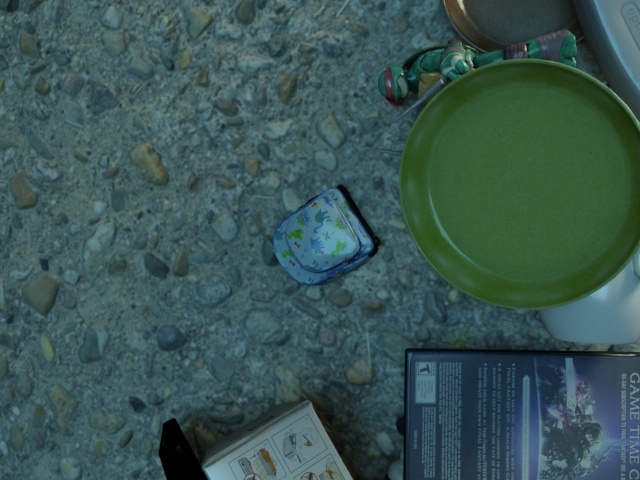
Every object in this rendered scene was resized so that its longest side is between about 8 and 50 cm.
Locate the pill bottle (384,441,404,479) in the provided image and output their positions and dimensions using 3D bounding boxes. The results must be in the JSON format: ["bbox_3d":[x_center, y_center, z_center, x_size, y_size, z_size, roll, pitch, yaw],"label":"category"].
[{"bbox_3d":[0.107,0.307,0.699,0.067,0.067,0.120,16,94,15],"label":"pill bottle"}]

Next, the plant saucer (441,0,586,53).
[{"bbox_3d":[0.242,-0.306,0.685,0.198,0.036,0.198,0,89,15],"label":"plant saucer"}]

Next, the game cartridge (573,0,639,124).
[{"bbox_3d":[0.389,-0.241,0.612,0.198,0.062,0.297,-26,89,10],"label":"game cartridge"}]

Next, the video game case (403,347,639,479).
[{"bbox_3d":[0.231,0.222,0.652,0.274,0.026,0.196,1,90,-1],"label":"video game case"}]

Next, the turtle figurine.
[{"bbox_3d":[0.153,-0.171,0.655,0.234,0.175,0.118,-6,70,7],"label":"turtle figurine"}]

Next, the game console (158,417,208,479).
[{"bbox_3d":[-0.103,0.399,0.711,0.044,0.213,0.361,-27,101,-19],"label":"game console"}]

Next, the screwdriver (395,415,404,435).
[{"bbox_3d":[0.169,0.195,0.708,0.170,0.024,0.025,-27,53,11],"label":"screwdriver"}]

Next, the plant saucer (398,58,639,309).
[{"bbox_3d":[0.192,-0.052,0.569,0.241,0.037,0.241,11,109,32],"label":"plant saucer"}]

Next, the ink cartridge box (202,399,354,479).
[{"bbox_3d":[-0.011,0.354,0.675,0.130,0.272,0.309,-28,82,-18],"label":"ink cartridge box"}]

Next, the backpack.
[{"bbox_3d":[0.000,0.000,0.723,0.114,0.084,0.105,-34,79,15],"label":"backpack"}]

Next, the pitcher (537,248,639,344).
[{"bbox_3d":[0.297,0.002,0.597,0.125,0.178,0.207,2,88,-13],"label":"pitcher"}]
